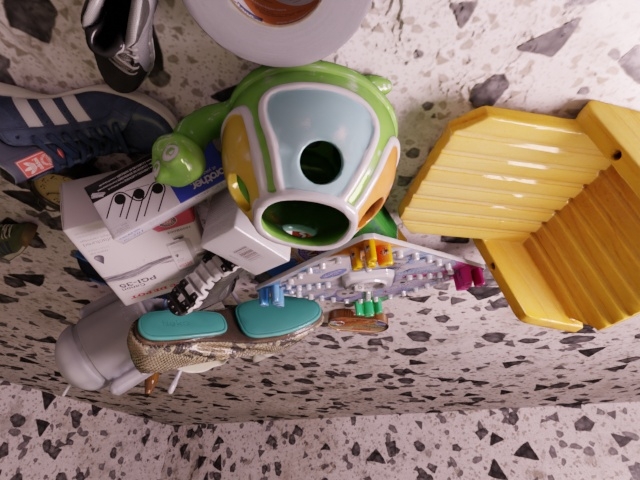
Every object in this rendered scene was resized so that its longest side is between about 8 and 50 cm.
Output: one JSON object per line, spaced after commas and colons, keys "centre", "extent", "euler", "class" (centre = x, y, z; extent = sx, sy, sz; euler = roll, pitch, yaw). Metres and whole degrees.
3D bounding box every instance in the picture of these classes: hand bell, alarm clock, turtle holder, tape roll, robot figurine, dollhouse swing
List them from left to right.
{"centre": [-0.492, -0.100, 0.803], "extent": [0.192, 0.064, 0.129], "euler": [-24, 138, 30], "class": "alarm clock"}
{"centre": [-0.576, 0.280, 1.172], "extent": [0.353, 0.300, 0.200], "euler": [-31, 150, -18], "class": "robot figurine"}
{"centre": [-0.531, 0.375, 1.350], "extent": [0.126, 0.242, 0.126], "euler": [3, 146, 2], "class": "hand bell"}
{"centre": [-0.047, -0.306, 0.449], "extent": [0.219, 0.072, 0.219], "euler": [3, 146, 2], "class": "tape roll"}
{"centre": [-0.042, -0.124, 0.579], "extent": [0.320, 0.228, 0.243], "euler": [24, 142, -28], "class": "turtle holder"}
{"centre": [0.349, -0.009, 0.678], "extent": [0.304, 0.315, 0.347], "euler": [-8, 150, -19], "class": "dollhouse swing"}

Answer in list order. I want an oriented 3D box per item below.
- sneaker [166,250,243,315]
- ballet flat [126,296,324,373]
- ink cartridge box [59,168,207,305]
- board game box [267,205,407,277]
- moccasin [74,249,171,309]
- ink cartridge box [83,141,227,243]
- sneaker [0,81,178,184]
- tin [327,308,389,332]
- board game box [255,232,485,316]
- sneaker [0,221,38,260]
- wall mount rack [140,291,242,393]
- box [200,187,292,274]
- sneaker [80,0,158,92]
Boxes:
{"centre": [-0.205, 0.066, 0.859], "extent": [0.234, 0.078, 0.106], "euler": [-44, 160, 6], "class": "sneaker"}
{"centre": [-0.231, 0.250, 1.067], "extent": [0.482, 0.164, 0.182], "euler": [-3, 125, -25], "class": "ballet flat"}
{"centre": [-0.340, -0.007, 0.823], "extent": [0.207, 0.117, 0.283], "euler": [-17, 148, -13], "class": "ink cartridge box"}
{"centre": [0.000, 0.000, 0.902], "extent": [0.316, 0.064, 0.242], "euler": [-16, 141, 26], "class": "board game box"}
{"centre": [-0.413, 0.081, 1.021], "extent": [0.341, 0.138, 0.117], "euler": [19, 133, 1], "class": "moccasin"}
{"centre": [-0.253, -0.089, 0.668], "extent": [0.207, 0.097, 0.046], "euler": [-31, 176, -11], "class": "ink cartridge box"}
{"centre": [-0.402, -0.152, 0.640], "extent": [0.349, 0.148, 0.131], "euler": [2, 146, -1], "class": "sneaker"}
{"centre": [0.117, 0.251, 1.288], "extent": [0.189, 0.040, 0.106], "euler": [4, 142, -1], "class": "tin"}
{"centre": [0.112, 0.105, 0.958], "extent": [0.390, 0.050, 0.390], "euler": [14, 152, -37], "class": "board game box"}
{"centre": [-0.740, -0.005, 0.965], "extent": [0.192, 0.064, 0.086], "euler": [-21, 144, 36], "class": "sneaker"}
{"centre": [-0.354, 0.282, 1.199], "extent": [0.304, 0.130, 0.350], "euler": [-30, 149, -16], "class": "wall mount rack"}
{"centre": [-0.124, -0.047, 0.751], "extent": [0.091, 0.171, 0.130], "euler": [-24, 137, 33], "class": "box"}
{"centre": [-0.253, -0.245, 0.504], "extent": [0.086, 0.132, 0.229], "euler": [18, 143, -20], "class": "sneaker"}
